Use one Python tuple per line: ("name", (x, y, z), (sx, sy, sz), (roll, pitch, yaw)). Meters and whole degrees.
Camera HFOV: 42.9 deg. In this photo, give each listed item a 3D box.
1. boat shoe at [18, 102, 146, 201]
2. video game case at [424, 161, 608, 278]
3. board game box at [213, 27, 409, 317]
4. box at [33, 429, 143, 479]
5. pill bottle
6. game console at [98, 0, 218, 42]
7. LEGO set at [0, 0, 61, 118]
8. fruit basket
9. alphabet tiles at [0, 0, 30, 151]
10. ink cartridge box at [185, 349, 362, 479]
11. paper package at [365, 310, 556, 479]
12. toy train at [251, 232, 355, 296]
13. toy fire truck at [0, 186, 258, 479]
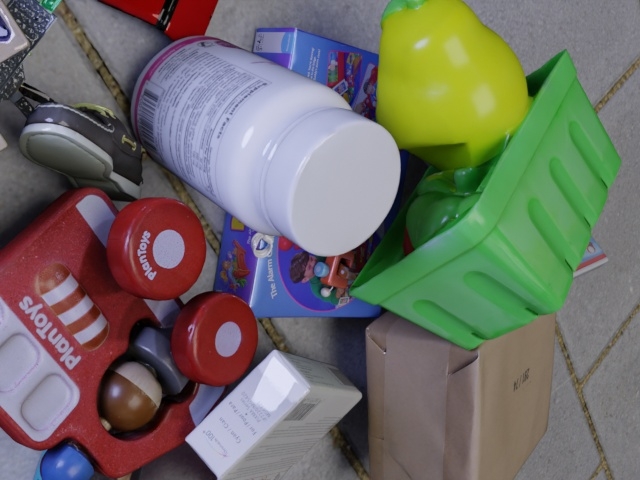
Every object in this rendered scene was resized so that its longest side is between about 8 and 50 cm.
("boat shoe", (-0.225, -0.095, 0.791), (0.228, 0.081, 0.068), (81, 17, -79))
("video game case", (0.285, -0.057, 1.217), (0.204, 0.025, 0.285), (-17, 68, -38))
("board game box", (0.002, -0.076, 1.054), (0.233, 0.078, 0.347), (5, 97, -42))
("box", (-0.272, 0.298, 0.919), (0.100, 0.060, 0.244), (20, 88, -43))
("pill bottle", (-0.061, -0.101, 0.837), (0.160, 0.283, 0.160), (-22, 128, -32))
("game console", (-0.167, -0.297, 0.893), (0.124, 0.085, 0.144), (22, 85, -11))
("LEGO set", (-0.288, -0.272, 0.713), (0.255, 0.192, 0.331), (30, 94, -23))
("fruit basket", (0.165, -0.110, 0.988), (0.392, 0.283, 0.392), (15, 60, -27))
("alphabet tiles", (-0.408, -0.132, 0.595), (0.342, 0.011, 0.285), (-32, 103, -4))
("ink cartridge box", (-0.083, 0.254, 0.980), (0.261, 0.066, 0.296), (-46, 162, 1))
("paper package", (0.219, 0.213, 1.208), (0.325, 0.168, 0.309), (-29, 122, -52))
("toy train", (0.000, 0.000, 0.986), (0.166, 0.046, 0.125), (23, 85, -43))
("toy fire truck", (-0.220, 0.105, 0.814), (0.254, 0.169, 0.302), (-51, 128, -34))
